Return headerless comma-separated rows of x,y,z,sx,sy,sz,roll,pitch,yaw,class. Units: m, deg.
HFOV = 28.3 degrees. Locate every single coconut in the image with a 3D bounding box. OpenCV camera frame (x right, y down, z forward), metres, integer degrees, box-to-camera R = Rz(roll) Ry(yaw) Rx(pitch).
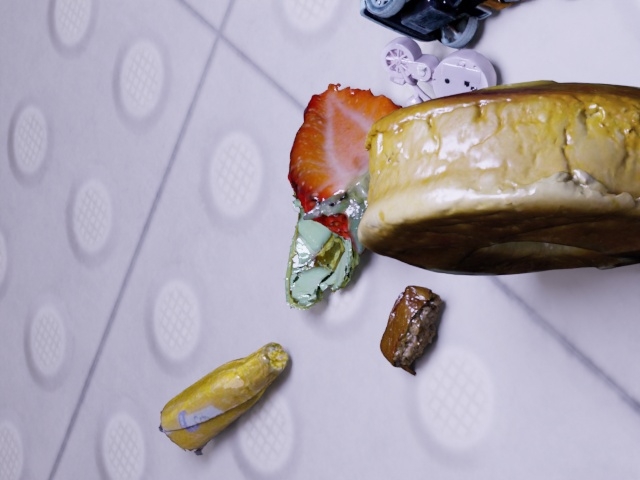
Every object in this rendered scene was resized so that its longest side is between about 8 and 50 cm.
0.005,0.001,1.524,0.158,0.055,0.133,-40,57,47,coconut

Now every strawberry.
0.035,-0.083,1.444,0.174,0.098,0.228,-41,39,-6,strawberry

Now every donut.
0.200,-0.055,1.140,0.330,0.330,0.160,-11,69,48,donut

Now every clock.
0.125,-0.173,1.373,0.129,0.041,0.087,22,128,17,clock

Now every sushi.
0.102,0.097,1.416,0.055,0.052,0.120,41,119,40,sushi

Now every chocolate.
-0.122,0.196,1.652,0.219,0.085,0.085,-41,59,37,chocolate

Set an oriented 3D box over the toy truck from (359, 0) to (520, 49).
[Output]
0.163,-0.328,1.308,0.338,0.133,0.184,-20,64,43,toy truck
